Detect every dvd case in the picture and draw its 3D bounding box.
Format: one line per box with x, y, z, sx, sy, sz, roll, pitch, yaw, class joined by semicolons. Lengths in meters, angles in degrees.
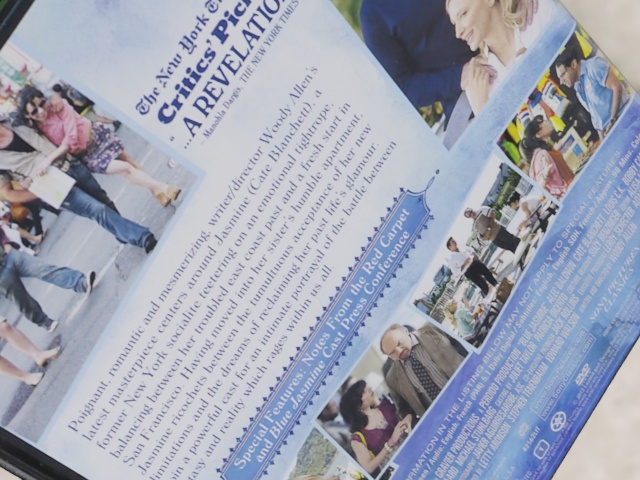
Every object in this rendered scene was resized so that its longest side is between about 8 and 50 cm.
0.000;0.000;0.500;0.253;0.022;0.180;40;80;-44;dvd case
